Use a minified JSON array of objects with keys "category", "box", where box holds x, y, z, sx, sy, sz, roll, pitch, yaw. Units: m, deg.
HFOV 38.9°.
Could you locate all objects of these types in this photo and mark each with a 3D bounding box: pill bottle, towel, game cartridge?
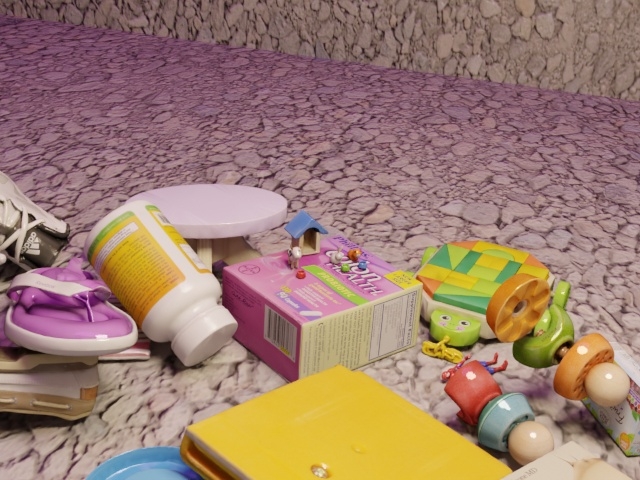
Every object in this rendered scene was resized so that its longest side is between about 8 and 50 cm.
[{"category":"pill bottle","box":[-0.240,0.068,1.387,0.136,0.136,0.246,-24,66,-45]},{"category":"towel","box":[-0.342,0.136,1.442,0.144,0.029,0.197,-1,28,-10]},{"category":"game cartridge","box":[0.040,0.270,1.094,0.285,0.053,0.323,30,23,30]}]

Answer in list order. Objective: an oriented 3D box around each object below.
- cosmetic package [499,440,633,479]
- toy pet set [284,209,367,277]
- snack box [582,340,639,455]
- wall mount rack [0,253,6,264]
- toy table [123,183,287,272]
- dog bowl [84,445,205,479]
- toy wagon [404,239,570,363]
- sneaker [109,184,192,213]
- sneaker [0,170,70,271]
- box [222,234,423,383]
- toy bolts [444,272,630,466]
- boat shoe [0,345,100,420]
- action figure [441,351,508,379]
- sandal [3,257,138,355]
[{"category":"cosmetic package","box":[0.334,0.361,0.962,0.160,0.113,0.309,-16,33,-36]},{"category":"toy pet set","box":[0.000,0.000,1.454,0.122,0.065,0.114,-8,28,-24]},{"category":"snack box","box":[0.425,0.220,1.281,0.037,0.100,0.141,2,25,-15]},{"category":"wall mount rack","box":[-0.667,0.090,1.373,0.304,0.130,0.350,12,26,-3]},{"category":"toy table","box":[-0.198,0.008,1.574,0.274,0.161,0.252,4,26,3]},{"category":"dog bowl","box":[-0.163,0.341,0.975,0.166,0.074,0.297,-7,28,-21]},{"category":"toy wagon","box":[0.270,0.099,1.554,0.267,0.068,0.344,15,27,23]},{"category":"sneaker","box":[-0.334,-0.041,1.721,0.122,0.110,0.283,10,26,20]},{"category":"sneaker","box":[-0.545,-0.061,1.486,0.257,0.169,0.447,29,-4,2]},{"category":"box","box":[0.001,0.105,1.446,0.243,0.117,0.213,-15,31,-35]},{"category":"toy bolts","box":[0.291,0.184,1.212,0.228,0.218,0.158,-44,47,-6]},{"category":"boat shoe","box":[-0.448,0.193,1.199,0.302,0.103,0.113,0,8,-7]},{"category":"action figure","box":[0.233,0.196,1.393,0.115,0.030,0.038,-13,35,-27]},{"category":"sandal","box":[-0.373,0.074,1.301,0.169,0.102,0.416,-3,11,-25]}]
